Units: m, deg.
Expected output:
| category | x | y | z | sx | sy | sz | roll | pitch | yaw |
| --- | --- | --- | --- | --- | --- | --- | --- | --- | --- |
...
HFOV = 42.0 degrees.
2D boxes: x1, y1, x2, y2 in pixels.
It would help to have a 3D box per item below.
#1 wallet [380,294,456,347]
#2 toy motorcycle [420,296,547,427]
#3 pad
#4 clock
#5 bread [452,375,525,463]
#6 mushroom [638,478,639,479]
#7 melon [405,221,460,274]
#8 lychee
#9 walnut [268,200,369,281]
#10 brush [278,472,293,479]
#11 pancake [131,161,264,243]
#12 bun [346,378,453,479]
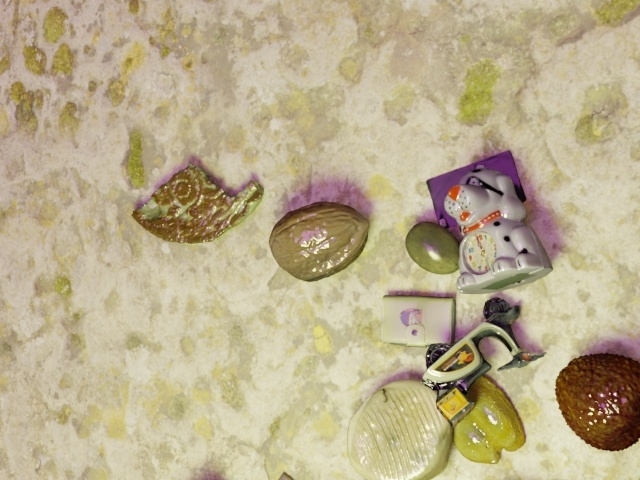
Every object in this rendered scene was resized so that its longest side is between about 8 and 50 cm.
| category | x | y | z | sx | sy | sz | roll | pitch | yaw |
| --- | --- | --- | --- | --- | --- | --- | --- | --- | --- |
| wallet | 0.208 | 0.172 | 1.771 | 0.155 | 0.039 | 0.110 | 1 | 84 | 23 |
| toy motorcycle | 0.317 | 0.232 | 1.666 | 0.263 | 0.091 | 0.157 | -38 | 67 | -7 |
| pad | 0.326 | -0.105 | 1.756 | 0.193 | 0.004 | 0.116 | -20 | 79 | 21 |
| clock | 0.339 | -0.034 | 1.662 | 0.189 | 0.189 | 0.254 | -18 | 76 | 22 |
| bread | 0.316 | 0.366 | 1.698 | 0.149 | 0.065 | 0.187 | -37 | 75 | 23 |
| mushroom | 0.625 | 0.484 | 1.512 | 0.128 | 0.128 | 0.350 | 46 | 111 | 20 |
| melon | 0.238 | 0.017 | 1.737 | 0.131 | 0.098 | 0.098 | 34 | 100 | 15 |
| lychee | 0.535 | 0.296 | 1.545 | 0.194 | 0.194 | 0.194 | -2 | 86 | 24 |
| walnut | 0.000 | -0.002 | 1.804 | 0.230 | 0.178 | 0.178 | -19 | 79 | 20 |
| brush | 0.000 | 0.599 | 1.835 | 0.248 | 0.036 | 0.043 | 33 | 95 | 22 |
| pancake | -0.304 | -0.089 | 2.014 | 0.376 | 0.054 | 0.197 | -1 | 87 | 22 |
| bun | 0.170 | 0.406 | 1.729 | 0.237 | 0.116 | 0.210 | -37 | 68 | 4 |
